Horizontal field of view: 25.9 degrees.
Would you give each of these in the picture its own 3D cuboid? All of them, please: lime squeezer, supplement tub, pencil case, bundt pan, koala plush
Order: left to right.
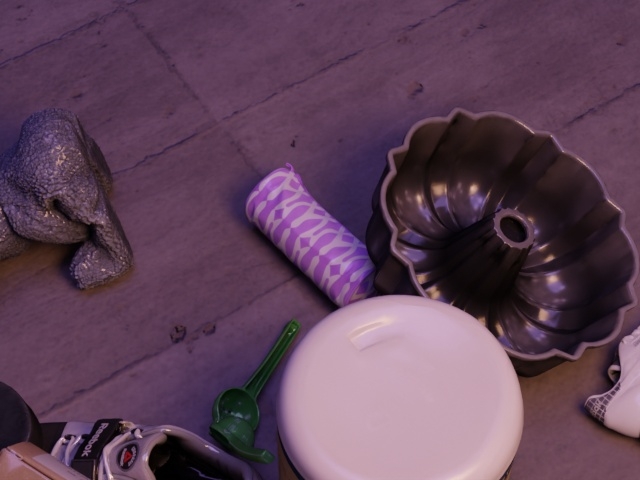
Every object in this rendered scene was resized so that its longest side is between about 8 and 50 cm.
[{"bbox_3d":[-0.365,-0.041,1.647,0.221,0.203,0.196,-20,57,1],"label":"koala plush"},{"bbox_3d":[-0.073,0.193,1.515,0.110,0.059,0.310,-26,17,13],"label":"lime squeezer"},{"bbox_3d":[0.000,0.000,1.666,0.206,0.086,0.088,42,94,23],"label":"pencil case"},{"bbox_3d":[0.072,0.223,1.378,0.228,0.316,0.228,0,56,0],"label":"supplement tub"},{"bbox_3d":[0.195,0.016,1.599,0.331,0.124,0.331,12,56,-18],"label":"bundt pan"}]

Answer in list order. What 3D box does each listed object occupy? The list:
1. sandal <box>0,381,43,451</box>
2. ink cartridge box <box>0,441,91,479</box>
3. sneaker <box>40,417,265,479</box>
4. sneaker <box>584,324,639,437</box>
[{"bbox_3d":[-0.485,0.301,1.414,0.167,0.107,0.446,35,74,33],"label":"sandal"},{"bbox_3d":[-0.250,0.339,1.368,0.234,0.088,0.193,31,89,6],"label":"ink cartridge box"},{"bbox_3d":[-0.210,0.236,1.475,0.330,0.146,0.122,8,58,7],"label":"sneaker"},{"bbox_3d":[0.391,0.123,1.593,0.095,0.090,0.235,22,57,25],"label":"sneaker"}]
